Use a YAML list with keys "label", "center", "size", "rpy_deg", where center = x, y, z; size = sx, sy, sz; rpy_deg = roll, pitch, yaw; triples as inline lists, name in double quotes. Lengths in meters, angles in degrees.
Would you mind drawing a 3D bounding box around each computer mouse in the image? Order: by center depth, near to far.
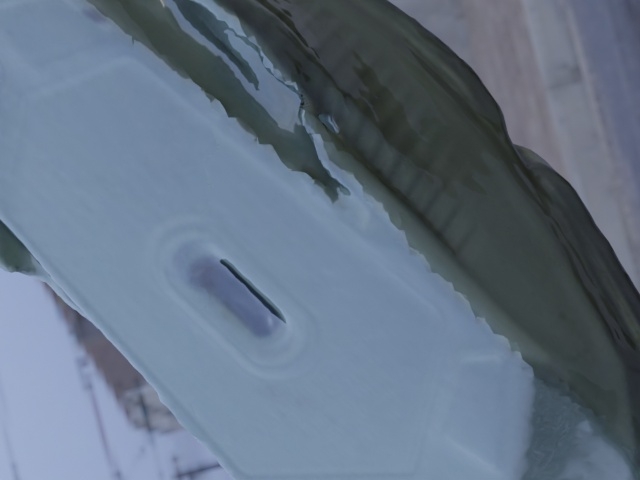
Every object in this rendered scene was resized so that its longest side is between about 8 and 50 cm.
- label: "computer mouse"
  center: [0.003, 0.000, 0.853]
  size: [0.429, 0.228, 0.145]
  rpy_deg: [45, -136, -5]
